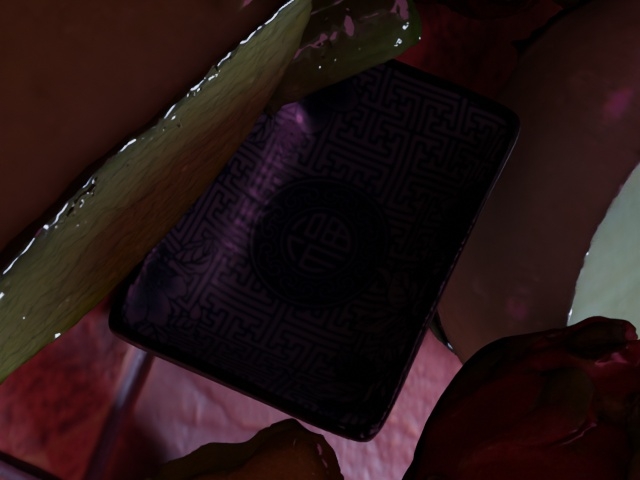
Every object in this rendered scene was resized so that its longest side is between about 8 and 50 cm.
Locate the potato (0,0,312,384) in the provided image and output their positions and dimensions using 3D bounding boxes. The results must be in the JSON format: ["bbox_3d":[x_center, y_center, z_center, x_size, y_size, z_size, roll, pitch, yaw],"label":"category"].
[{"bbox_3d":[-0.209,-0.077,0.837,0.280,0.213,0.330,42,88,3],"label":"potato"}]

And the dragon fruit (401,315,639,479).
[{"bbox_3d":[0.171,0.187,1.060,0.231,0.237,0.302,58,12,-37],"label":"dragon fruit"}]

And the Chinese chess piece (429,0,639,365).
[{"bbox_3d":[0.235,-0.018,1.290,0.349,0.146,0.349,-27,132,-34],"label":"Chinese chess piece"}]

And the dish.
[{"bbox_3d":[0.000,0.000,1.115,0.080,0.182,0.243,88,27,-66],"label":"dish"}]

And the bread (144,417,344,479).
[{"bbox_3d":[-0.021,0.209,1.109,0.233,0.161,0.088,64,27,-25],"label":"bread"}]

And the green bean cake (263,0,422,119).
[{"bbox_3d":[-0.046,-0.179,0.968,0.113,0.214,0.200,-27,104,-12],"label":"green bean cake"}]

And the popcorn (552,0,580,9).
[{"bbox_3d":[0.215,-0.229,1.325,0.116,0.120,0.106,7,47,-33],"label":"popcorn"}]

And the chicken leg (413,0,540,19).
[{"bbox_3d":[0.109,-0.194,1.205,0.219,0.048,0.089,16,119,-15],"label":"chicken leg"}]
